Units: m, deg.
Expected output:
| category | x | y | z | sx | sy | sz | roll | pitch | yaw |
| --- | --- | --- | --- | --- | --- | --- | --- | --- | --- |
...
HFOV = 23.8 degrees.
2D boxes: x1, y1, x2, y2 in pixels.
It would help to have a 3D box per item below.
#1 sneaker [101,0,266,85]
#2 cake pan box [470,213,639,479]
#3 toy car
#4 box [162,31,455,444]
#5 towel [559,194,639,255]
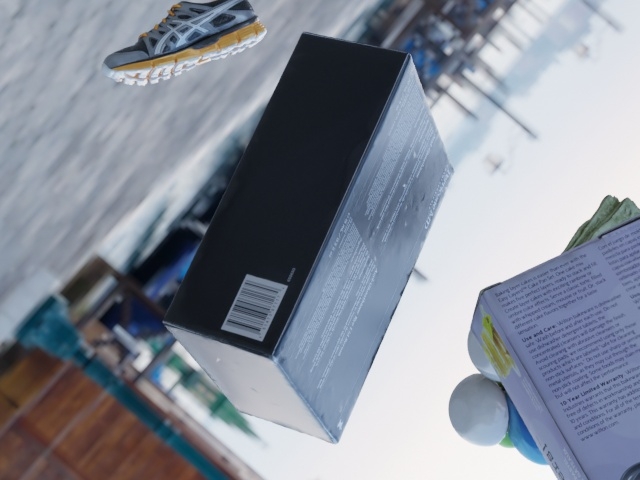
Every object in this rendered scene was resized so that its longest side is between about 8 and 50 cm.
| category | x | y | z | sx | sy | sz | roll | pitch | yaw |
| --- | --- | --- | --- | --- | --- | --- | --- | --- | --- |
| sneaker | -0.179 | -0.256 | 1.913 | 0.215 | 0.083 | 0.084 | -22 | 180 | -18 |
| cake pan box | 0.271 | 0.091 | 1.005 | 0.267 | 0.246 | 0.070 | -25 | 159 | -14 |
| toy car | 0.228 | 0.146 | 1.523 | 0.159 | 0.136 | 0.182 | -8 | 124 | -35 |
| box | 0.000 | 0.000 | 1.187 | 0.261 | 0.103 | 0.184 | -65 | 152 | -20 |
| towel | 0.292 | 0.038 | 1.403 | 0.110 | 0.148 | 0.027 | -45 | -177 | -27 |
